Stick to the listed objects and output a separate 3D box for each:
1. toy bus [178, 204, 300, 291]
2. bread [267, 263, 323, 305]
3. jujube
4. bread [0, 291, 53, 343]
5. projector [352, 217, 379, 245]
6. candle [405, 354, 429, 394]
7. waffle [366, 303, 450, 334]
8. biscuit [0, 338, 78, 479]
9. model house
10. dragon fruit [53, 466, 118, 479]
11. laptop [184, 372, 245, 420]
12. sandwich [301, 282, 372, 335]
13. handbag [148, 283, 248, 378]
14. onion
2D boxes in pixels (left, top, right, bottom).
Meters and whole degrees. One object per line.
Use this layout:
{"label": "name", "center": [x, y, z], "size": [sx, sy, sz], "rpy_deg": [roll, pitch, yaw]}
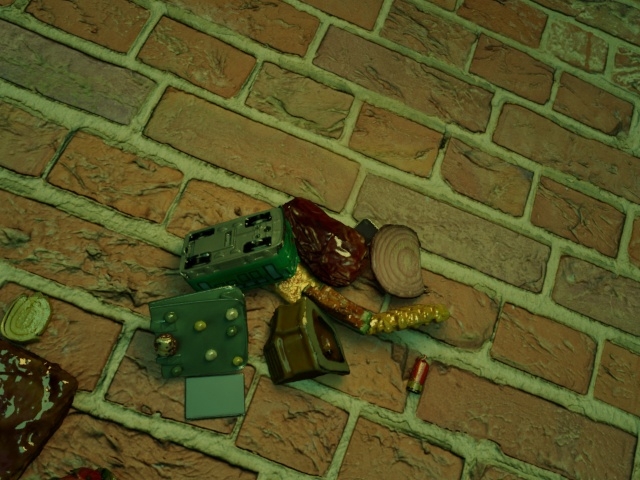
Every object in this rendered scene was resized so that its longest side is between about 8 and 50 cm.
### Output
{"label": "toy bus", "center": [-0.232, 0.049, 1.415], "size": [0.344, 0.199, 0.183], "rpy_deg": [-15, 46, 12]}
{"label": "bread", "center": [-0.101, 0.130, 1.537], "size": [0.188, 0.068, 0.125], "rpy_deg": [42, 72, 3]}
{"label": "jujube", "center": [0.000, 0.000, 1.529], "size": [0.342, 0.216, 0.216], "rpy_deg": [39, 71, 11]}
{"label": "bread", "center": [-0.855, 0.226, 1.375], "size": [0.118, 0.064, 0.156], "rpy_deg": [23, 71, -8]}
{"label": "projector", "center": [0.148, -0.020, 1.617], "size": [0.083, 0.082, 0.083], "rpy_deg": [-43, 85, -18]}
{"label": "candle", "center": [0.324, 0.436, 1.539], "size": [0.052, 0.052, 0.130], "rpy_deg": [25, 71, -3]}
{"label": "waffle", "center": [0.267, 0.249, 1.509], "size": [0.310, 0.284, 0.065], "rpy_deg": [1, 77, -56]}
{"label": "biscuit", "center": [-0.902, 0.438, 1.252], "size": [0.395, 0.166, 0.342], "rpy_deg": [29, 71, -2]}
{"label": "model house", "center": [-0.074, 0.324, 1.444], "size": [0.239, 0.173, 0.267], "rpy_deg": [-22, 81, 28]}
{"label": "dragon fruit", "center": [-0.648, 0.700, 1.216], "size": [0.274, 0.192, 0.193], "rpy_deg": [-28, 89, -5]}
{"label": "laptop", "center": [-0.321, 0.476, 1.428], "size": [0.180, 0.016, 0.129], "rpy_deg": [-1, 75, -11]}
{"label": "sandwich", "center": [0.045, 0.189, 1.437], "size": [0.235, 0.159, 0.079], "rpy_deg": [24, 71, 36]}
{"label": "handbag", "center": [-0.343, 0.279, 1.361], "size": [0.275, 0.100, 0.268], "rpy_deg": [-6, 119, -15]}
{"label": "onion", "center": [0.229, 0.075, 1.570], "size": [0.248, 0.111, 0.249], "rpy_deg": [2, 80, -39]}
